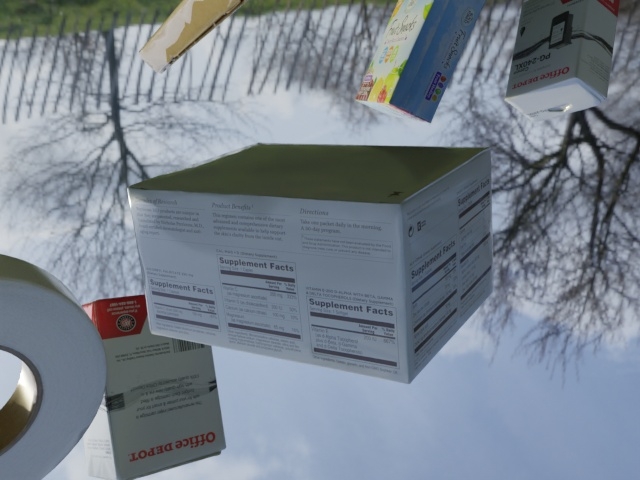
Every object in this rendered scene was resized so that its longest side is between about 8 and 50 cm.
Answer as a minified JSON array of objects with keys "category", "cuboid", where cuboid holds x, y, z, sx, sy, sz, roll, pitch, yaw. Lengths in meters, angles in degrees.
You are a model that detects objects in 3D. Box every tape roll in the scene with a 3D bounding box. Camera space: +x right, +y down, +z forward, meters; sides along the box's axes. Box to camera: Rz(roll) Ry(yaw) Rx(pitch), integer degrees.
[{"category":"tape roll","cuboid":[-0.465,0.197,0.921,0.392,0.392,0.072,-14,-145,-34]}]

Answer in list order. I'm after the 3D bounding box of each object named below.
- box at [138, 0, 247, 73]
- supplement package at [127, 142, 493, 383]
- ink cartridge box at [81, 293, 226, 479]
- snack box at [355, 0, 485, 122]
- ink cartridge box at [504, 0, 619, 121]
[{"category":"box","cuboid":[-0.011,-0.159,0.366,0.164,0.021,0.201,-48,-162,-14]},{"category":"supplement package","cuboid":[0.000,0.000,0.666,0.262,0.145,0.204,6,-159,30]},{"category":"ink cartridge box","cuboid":[-0.278,0.226,1.181,0.197,0.272,0.114,-4,171,-42]},{"category":"snack box","cuboid":[0.129,-0.256,1.002,0.070,0.174,0.207,22,-172,-14]},{"category":"ink cartridge box","cuboid":[0.301,-0.237,0.914,0.063,0.150,0.109,24,160,-31]}]
